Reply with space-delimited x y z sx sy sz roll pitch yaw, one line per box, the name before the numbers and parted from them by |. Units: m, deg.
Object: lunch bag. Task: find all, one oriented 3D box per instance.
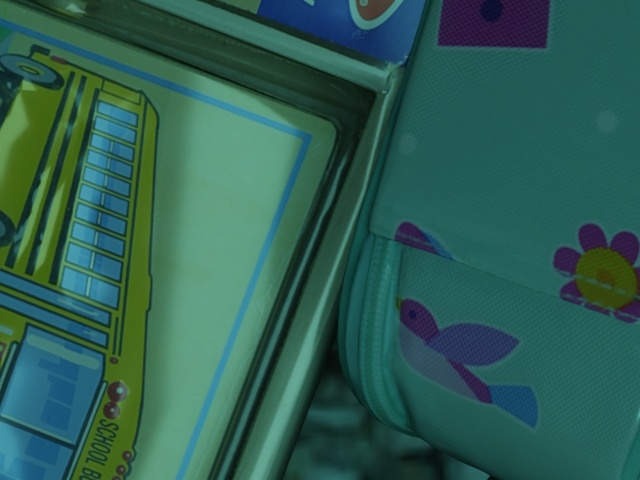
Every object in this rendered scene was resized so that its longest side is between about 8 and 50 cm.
lunch bag | 0.115 -0.053 0.552 0.108 0.224 0.279 20 96 26

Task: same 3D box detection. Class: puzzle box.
puzzle box | -0.134 0.016 0.563 0.272 0.052 0.408 20 93 5
